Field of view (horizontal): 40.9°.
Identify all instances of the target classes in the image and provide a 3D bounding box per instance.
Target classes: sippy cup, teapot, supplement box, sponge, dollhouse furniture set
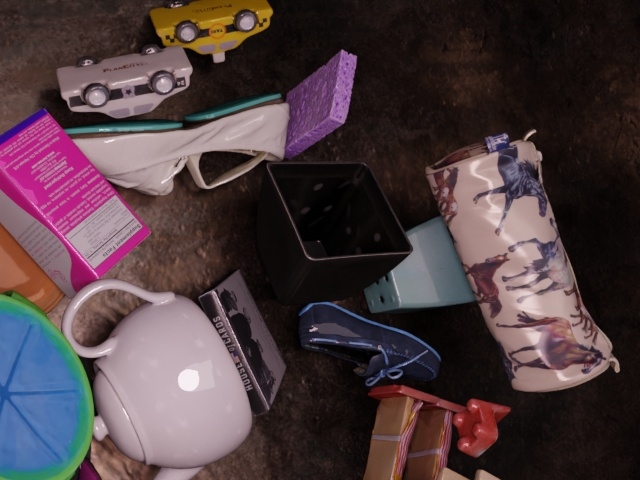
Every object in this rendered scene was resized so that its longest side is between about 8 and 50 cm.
[{"bbox_3d":[-0.420,0.209,0.974,0.240,0.224,0.305,61,23,-2],"label":"sippy cup"},{"bbox_3d":[-0.224,0.202,1.147,0.187,0.252,0.256,-25,66,-24],"label":"teapot"},{"bbox_3d":[-0.354,-0.046,1.148,0.220,0.111,0.114,52,51,-10],"label":"supplement box"},{"bbox_3d":[-0.010,-0.214,1.377,0.031,0.210,0.117,16,73,-23],"label":"sponge"},{"bbox_3d":[0.198,0.330,1.288,0.152,0.374,0.201,22,70,-20],"label":"dollhouse furniture set"}]

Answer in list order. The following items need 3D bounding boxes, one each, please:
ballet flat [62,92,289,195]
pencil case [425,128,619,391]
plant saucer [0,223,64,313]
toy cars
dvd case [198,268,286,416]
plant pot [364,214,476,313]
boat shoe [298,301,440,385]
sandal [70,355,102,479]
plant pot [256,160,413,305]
[{"bbox_3d":[-0.211,-0.134,1.299,0.400,0.139,0.139,-16,88,-33],"label":"ballet flat"},{"bbox_3d":[0.319,0.036,1.347,0.410,0.183,0.160,69,19,1],"label":"pencil case"},{"bbox_3d":[-0.434,0.021,1.174,0.200,0.037,0.200,7,76,-30],"label":"plant saucer"},{"bbox_3d":[-0.225,-0.276,1.306,0.394,0.176,0.087,-48,146,-40],"label":"toy cars"},{"bbox_3d":[-0.108,0.139,1.244,0.029,0.239,0.179,-25,93,4],"label":"dvd case"},{"bbox_3d":[0.190,0.041,1.475,0.234,0.165,0.166,-14,87,-27],"label":"plant pot"},{"bbox_3d":[0.074,0.189,1.409,0.258,0.109,0.089,20,52,-11],"label":"boat shoe"},{"bbox_3d":[-0.322,0.343,1.087,0.167,0.107,0.446,26,58,-69],"label":"sandal"},{"bbox_3d":[0.000,0.000,1.340,0.188,0.167,0.187,-4,54,-31],"label":"plant pot"}]
